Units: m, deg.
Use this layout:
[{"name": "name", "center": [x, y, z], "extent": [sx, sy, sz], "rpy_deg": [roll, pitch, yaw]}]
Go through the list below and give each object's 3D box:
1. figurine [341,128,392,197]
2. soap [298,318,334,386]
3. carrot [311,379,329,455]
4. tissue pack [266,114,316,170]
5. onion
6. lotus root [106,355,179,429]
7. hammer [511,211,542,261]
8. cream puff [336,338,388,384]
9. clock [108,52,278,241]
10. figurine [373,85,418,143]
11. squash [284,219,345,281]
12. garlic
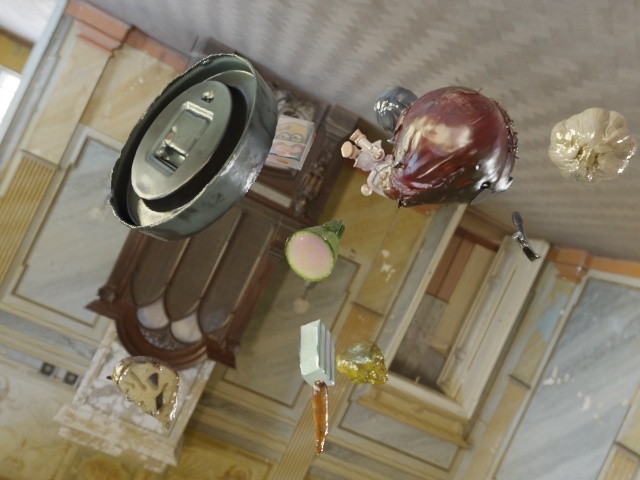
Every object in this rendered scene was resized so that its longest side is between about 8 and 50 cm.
[{"name": "figurine", "center": [0.193, -0.237, 1.748], "extent": [0.276, 0.200, 0.133], "rpy_deg": [40, -151, -8]}, {"name": "soap", "center": [-0.015, 0.430, 2.067], "extent": [0.145, 0.091, 0.230], "rpy_deg": [55, -159, -32]}, {"name": "carrot", "center": [0.000, 0.567, 1.742], "extent": [0.059, 0.248, 0.059], "rpy_deg": [-1, -175, 0]}, {"name": "tissue pack", "center": [-0.090, -0.297, 1.645], "extent": [0.115, 0.155, 0.065], "rpy_deg": [15, 153, 10]}, {"name": "onion", "center": [0.262, -0.172, 1.037], "extent": [0.221, 0.281, 0.281], "rpy_deg": [54, -168, 24]}, {"name": "lotus root", "center": [-0.538, 0.463, 1.728], "extent": [0.260, 0.170, 0.074], "rpy_deg": [44, 159, -25]}, {"name": "hammer", "center": [0.688, -0.024, 1.847], "extent": [0.137, 0.037, 0.290], "rpy_deg": [51, -155, -13]}, {"name": "cream puff", "center": [0.125, 0.361, 1.562], "extent": [0.116, 0.146, 0.146], "rpy_deg": [63, 170, -12]}, {"name": "clock", "center": [-0.208, -0.150, 0.874], "extent": [0.325, 0.325, 0.067], "rpy_deg": [25, 171, 45]}, {"name": "figurine", "center": [0.302, -0.454, 1.989], "extent": [0.197, 0.175, 0.265], "rpy_deg": [27, 170, 29]}, {"name": "squash", "center": [0.003, 0.006, 1.057], "extent": [0.105, 0.105, 0.132], "rpy_deg": [25, -151, 13]}, {"name": "garlic", "center": [0.764, -0.260, 1.536], "extent": [0.228, 0.228, 0.152], "rpy_deg": [25, -155, 19]}]
